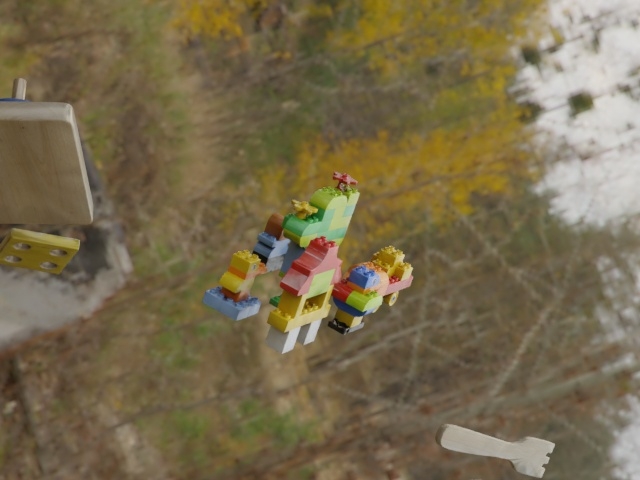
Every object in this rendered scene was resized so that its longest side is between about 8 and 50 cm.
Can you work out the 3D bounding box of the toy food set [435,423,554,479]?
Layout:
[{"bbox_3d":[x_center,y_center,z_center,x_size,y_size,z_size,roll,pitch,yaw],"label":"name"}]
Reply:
[{"bbox_3d":[0.100,0.225,0.918,0.132,0.192,0.038,18,4,-38],"label":"toy food set"}]

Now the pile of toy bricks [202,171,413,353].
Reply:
[{"bbox_3d":[0.000,0.000,1.009,0.212,0.118,0.105,-16,129,-61],"label":"pile of toy bricks"}]

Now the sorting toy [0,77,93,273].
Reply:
[{"bbox_3d":[-0.207,-0.055,0.802,0.274,0.132,0.046,98,-7,-64],"label":"sorting toy"}]
